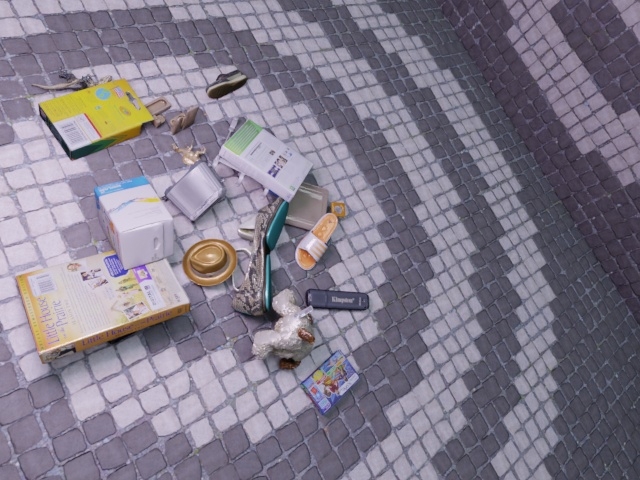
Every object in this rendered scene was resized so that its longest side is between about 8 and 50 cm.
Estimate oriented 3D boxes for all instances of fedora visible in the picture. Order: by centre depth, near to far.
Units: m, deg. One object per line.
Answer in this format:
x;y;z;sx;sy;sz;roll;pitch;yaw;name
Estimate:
-0.391;0.063;1.622;0.194;0.079;0.194;1;65;-2;fedora

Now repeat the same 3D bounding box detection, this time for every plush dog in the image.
-0.086;0.332;1.622;0.210;0.225;0.263;16;68;22;plush dog

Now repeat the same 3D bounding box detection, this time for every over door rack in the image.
-0.292;-0.323;1.866;0.239;0.108;0.324;26;46;-16;over door rack

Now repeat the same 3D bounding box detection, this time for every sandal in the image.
-0.008;-0.007;1.856;0.102;0.076;0.265;35;73;-12;sandal

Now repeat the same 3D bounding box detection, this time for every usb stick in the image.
0.069;0.235;1.838;0.278;0.045;0.077;7;66;-25;usb stick

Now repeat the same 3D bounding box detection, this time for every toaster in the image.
-0.448;-0.171;1.671;0.227;0.129;0.146;-41;94;5;toaster

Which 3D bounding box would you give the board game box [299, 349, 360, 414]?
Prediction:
0.039;0.518;1.709;0.201;0.035;0.136;-34;87;-33;board game box

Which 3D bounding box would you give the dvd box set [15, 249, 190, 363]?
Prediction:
-0.654;0.165;1.413;0.420;0.062;0.308;-19;51;-32;dvd box set

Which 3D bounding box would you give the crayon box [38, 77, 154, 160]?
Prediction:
-0.792;-0.439;1.660;0.318;0.081;0.202;-33;87;-33;crayon box

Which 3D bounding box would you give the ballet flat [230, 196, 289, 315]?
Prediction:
-0.240;0.036;1.713;0.182;0.164;0.483;6;66;5;ballet flat

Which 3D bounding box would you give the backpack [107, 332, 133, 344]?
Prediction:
-0.637;0.254;1.443;0.105;0.084;0.114;-30;78;-34;backpack

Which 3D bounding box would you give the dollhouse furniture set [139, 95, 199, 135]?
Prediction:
-0.579;-0.503;1.771;0.151;0.123;0.144;47;56;-2;dollhouse furniture set

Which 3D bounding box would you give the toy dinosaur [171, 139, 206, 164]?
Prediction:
-0.486;-0.326;1.799;0.183;0.053;0.093;36;73;-1;toy dinosaur

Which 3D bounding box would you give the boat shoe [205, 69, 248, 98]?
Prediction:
-0.407;-0.666;1.961;0.073;0.080;0.223;48;51;5;boat shoe

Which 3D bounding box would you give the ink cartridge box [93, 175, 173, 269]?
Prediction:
-0.598;-0.059;1.497;0.168;0.171;0.233;-21;53;-32;ink cartridge box

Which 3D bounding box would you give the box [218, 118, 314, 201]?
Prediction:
-0.203;-0.315;1.804;0.322;0.058;0.232;35;44;-8;box

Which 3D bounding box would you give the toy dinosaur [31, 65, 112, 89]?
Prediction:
-0.876;-0.567;1.653;0.268;0.118;0.064;-12;91;-30;toy dinosaur

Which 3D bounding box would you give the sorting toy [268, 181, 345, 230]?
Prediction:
-0.061;-0.139;1.931;0.347;0.047;0.196;15;70;-18;sorting toy
